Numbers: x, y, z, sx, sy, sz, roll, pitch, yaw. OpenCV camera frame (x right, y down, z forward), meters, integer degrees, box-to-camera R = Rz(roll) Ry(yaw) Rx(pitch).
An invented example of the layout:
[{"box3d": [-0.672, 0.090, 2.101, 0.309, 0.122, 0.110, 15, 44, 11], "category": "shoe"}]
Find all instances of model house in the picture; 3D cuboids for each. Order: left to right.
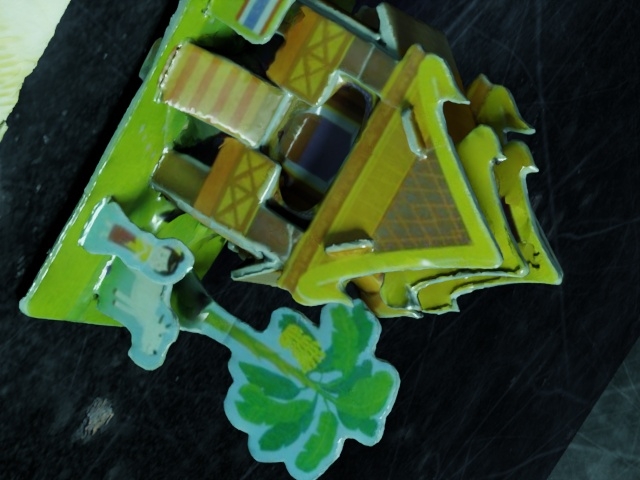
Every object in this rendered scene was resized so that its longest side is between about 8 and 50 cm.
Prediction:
[{"box3d": [0.000, 0.000, 1.470, 0.358, 0.312, 0.242, -59, 153, 7], "category": "model house"}]

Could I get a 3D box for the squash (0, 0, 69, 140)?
[{"box3d": [-0.168, -0.159, 1.202, 0.169, 0.093, 0.252, -11, 151, 6], "category": "squash"}]
